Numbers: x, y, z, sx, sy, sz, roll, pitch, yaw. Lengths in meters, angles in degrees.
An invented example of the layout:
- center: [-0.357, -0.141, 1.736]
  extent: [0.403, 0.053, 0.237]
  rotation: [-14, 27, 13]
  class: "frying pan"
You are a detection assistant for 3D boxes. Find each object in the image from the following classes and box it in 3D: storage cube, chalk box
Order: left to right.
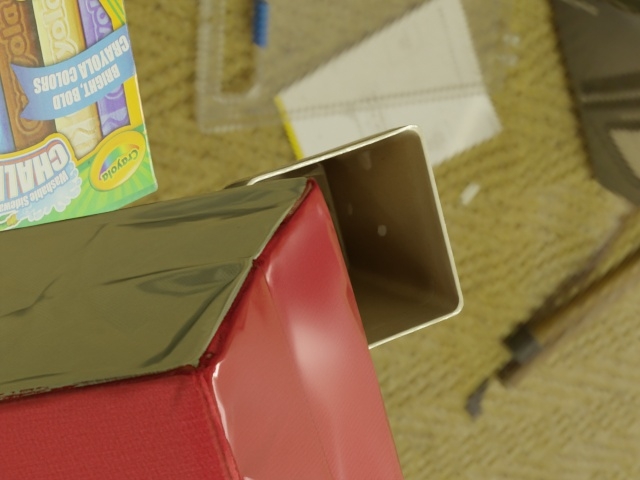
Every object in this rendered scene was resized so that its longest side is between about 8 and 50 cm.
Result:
- center: [-0.254, -0.093, 1.133]
  extent: [0.179, 0.180, 0.289]
  rotation: [-28, 119, -44]
  class: "chalk box"
- center: [-0.078, 0.105, 0.607]
  extent: [0.215, 0.184, 0.193]
  rotation: [-10, 110, 17]
  class: "storage cube"

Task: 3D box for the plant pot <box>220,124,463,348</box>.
- center: [0.000, 0.000, 0.842]
  extent: [0.109, 0.096, 0.109]
  rotation: [-20, 104, -22]
  class: "plant pot"
